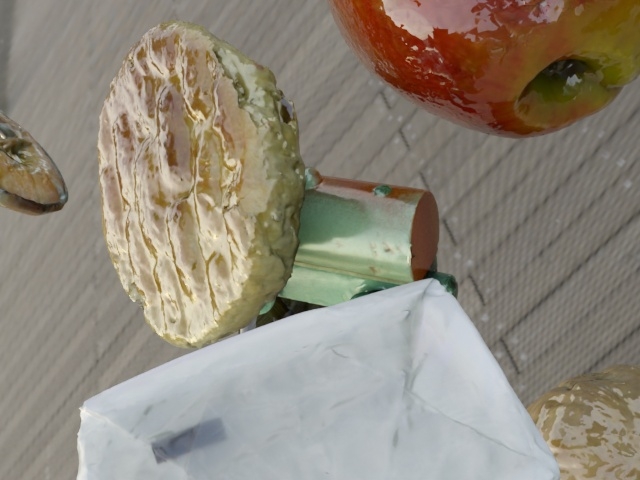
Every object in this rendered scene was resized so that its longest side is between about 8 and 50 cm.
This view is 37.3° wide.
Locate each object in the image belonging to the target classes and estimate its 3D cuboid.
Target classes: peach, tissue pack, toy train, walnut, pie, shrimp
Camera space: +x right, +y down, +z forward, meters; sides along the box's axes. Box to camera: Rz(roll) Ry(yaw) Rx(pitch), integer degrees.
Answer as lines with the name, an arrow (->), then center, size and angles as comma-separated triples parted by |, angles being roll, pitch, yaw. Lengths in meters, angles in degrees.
peach -> 0.151, -0.275, 0.912 | 0.290, 0.372, 0.373 | 111, 162, -49
tissue pack -> -0.004, 0.214, 0.674 | 0.356, 0.266, 0.194 | 87, 161, -55
toy train -> 0.000, 0.000, 0.968 | 0.285, 0.177, 0.116 | 11, 42, 26
walnut -> 0.380, 0.292, 1.199 | 0.252, 0.277, 0.313 | -53, -2, -13
pie -> -0.129, -0.056, 0.938 | 0.339, 0.083, 0.340 | 12, 105, 53
shrimp -> -0.332, -0.109, 0.858 | 0.052, 0.251, 0.143 | -43, 9, 15

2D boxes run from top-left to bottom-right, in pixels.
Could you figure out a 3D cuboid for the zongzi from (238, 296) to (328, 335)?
zongzi -> -0.072, 0.045, 1.180 | 0.112, 0.221, 0.242 | -4, 24, 31
